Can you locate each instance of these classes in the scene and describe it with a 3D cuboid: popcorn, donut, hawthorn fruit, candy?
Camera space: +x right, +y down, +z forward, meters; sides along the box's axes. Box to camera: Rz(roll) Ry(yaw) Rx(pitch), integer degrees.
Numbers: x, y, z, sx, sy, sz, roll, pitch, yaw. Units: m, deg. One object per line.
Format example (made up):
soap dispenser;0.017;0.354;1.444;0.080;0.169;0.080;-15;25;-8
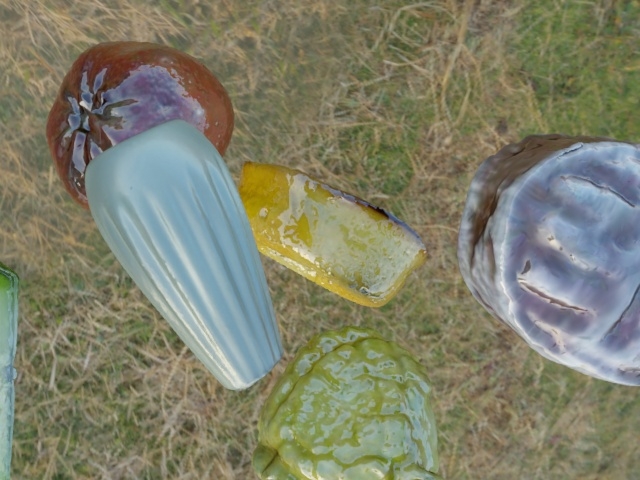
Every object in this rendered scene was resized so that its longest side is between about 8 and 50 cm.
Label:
popcorn;0.028;0.241;0.893;0.225;0.286;0.174;-7;146;-3
donut;0.000;0.000;1.075;0.303;0.303;0.110;32;80;-33
hawthorn fruit;-0.228;-0.151;1.070;0.300;0.254;0.254;5;110;-54
candy;0.264;0.014;0.699;0.289;0.157;0.214;23;96;-20

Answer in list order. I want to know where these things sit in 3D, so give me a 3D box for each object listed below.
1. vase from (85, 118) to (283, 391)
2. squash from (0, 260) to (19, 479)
vase;-0.114;0.018;0.684;0.128;0.128;0.248;-28;100;-13
squash;-0.346;0.108;0.462;0.210;0.309;0.234;4;88;-4
